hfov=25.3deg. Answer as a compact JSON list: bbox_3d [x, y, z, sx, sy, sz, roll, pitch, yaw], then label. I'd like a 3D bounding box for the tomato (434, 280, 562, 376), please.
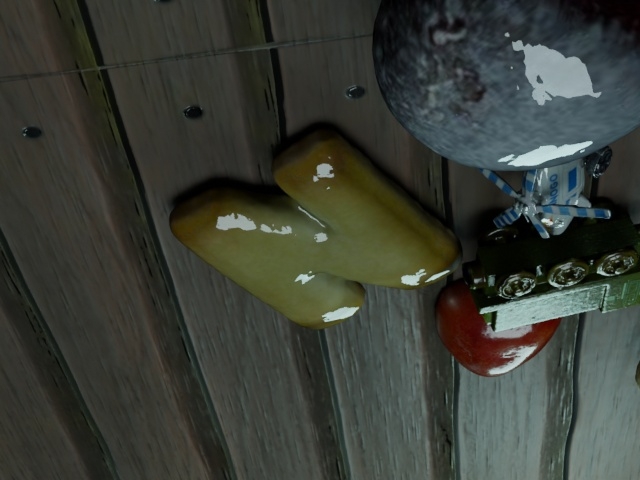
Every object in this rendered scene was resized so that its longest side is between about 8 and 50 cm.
[{"bbox_3d":[0.230,0.117,1.778,0.166,0.082,0.174,-9,142,3],"label":"tomato"}]

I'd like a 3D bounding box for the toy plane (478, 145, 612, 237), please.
[{"bbox_3d":[0.236,-0.111,1.488,0.182,0.107,0.273,16,132,45],"label":"toy plane"}]

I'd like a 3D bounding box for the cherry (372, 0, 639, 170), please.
[{"bbox_3d":[0.178,-0.182,1.247,0.255,0.218,0.296,26,142,-20],"label":"cherry"}]

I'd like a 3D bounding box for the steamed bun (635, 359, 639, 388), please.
[{"bbox_3d":[0.491,0.178,1.855,0.155,0.141,0.172,-14,147,19],"label":"steamed bun"}]

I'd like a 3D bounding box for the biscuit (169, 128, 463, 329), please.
[{"bbox_3d":[0.000,0.000,1.604,0.236,0.062,0.290,-25,139,24],"label":"biscuit"}]

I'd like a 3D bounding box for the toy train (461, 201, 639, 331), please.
[{"bbox_3d":[0.271,0.035,1.649,0.225,0.090,0.137,-12,145,-5],"label":"toy train"}]
